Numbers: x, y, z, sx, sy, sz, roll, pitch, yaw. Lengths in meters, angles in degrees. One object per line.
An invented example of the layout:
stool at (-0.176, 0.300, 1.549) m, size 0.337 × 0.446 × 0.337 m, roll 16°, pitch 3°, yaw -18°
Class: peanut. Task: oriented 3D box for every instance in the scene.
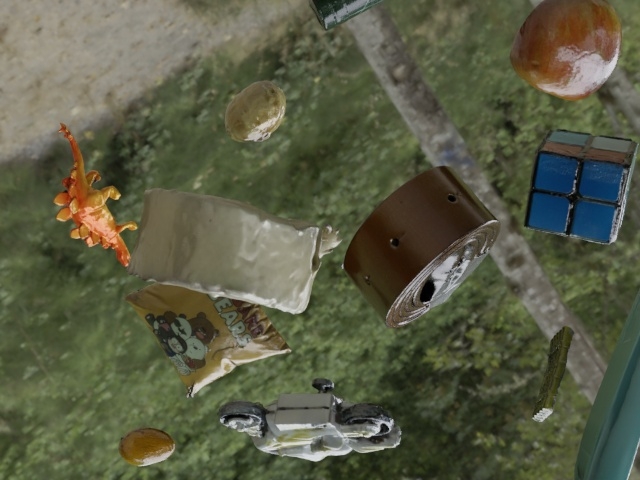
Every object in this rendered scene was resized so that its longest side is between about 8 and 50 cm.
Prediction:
peanut at (-0.135, -0.267, 1.729) m, size 0.141 × 0.109 × 0.159 m, roll -29°, pitch -163°, yaw 7°

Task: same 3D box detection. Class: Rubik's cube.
Rubik's cube at (0.517, -0.112, 1.646) m, size 0.184 × 0.167 × 0.180 m, roll 13°, pitch -153°, yaw 19°

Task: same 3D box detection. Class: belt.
belt at (0.147, 0.015, 1.231) m, size 0.217 × 0.122 × 0.338 m, roll -36°, pitch 163°, yaw -9°

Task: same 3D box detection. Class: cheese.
cheese at (-0.144, 0.014, 1.344) m, size 0.332 × 0.292 × 0.153 m, roll 14°, pitch -90°, yaw 64°

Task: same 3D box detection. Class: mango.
mango at (-0.356, 0.423, 1.708) m, size 0.114 × 0.078 × 0.057 m, roll 3°, pitch 150°, yaw -12°

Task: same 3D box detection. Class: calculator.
calculator at (0.433, 0.193, 1.161) m, size 0.256 × 0.055 × 0.386 m, roll 36°, pitch 75°, yaw -74°

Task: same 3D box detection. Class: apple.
apple at (0.420, -0.329, 1.396) m, size 0.195 × 0.160 × 0.173 m, roll -16°, pitch 131°, yaw -51°

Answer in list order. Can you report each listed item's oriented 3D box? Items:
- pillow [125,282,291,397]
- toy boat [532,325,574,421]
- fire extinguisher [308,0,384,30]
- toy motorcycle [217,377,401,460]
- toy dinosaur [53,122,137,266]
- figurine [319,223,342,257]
pillow at (-0.269, 0.191, 1.967) m, size 0.312 × 0.310 × 0.119 m, roll -27°, pitch -172°, yaw 17°
toy boat at (0.295, 0.169, 1.058) m, size 0.063 × 0.016 × 0.115 m, roll 96°, pitch 15°, yaw -64°
fire extinguisher at (0.122, -0.511, 1.574) m, size 0.311 × 0.095 × 0.114 m, roll -27°, pitch -136°, yaw 0°
toy motorcycle at (-0.012, 0.242, 1.069) m, size 0.229 × 0.151 × 0.074 m, roll -2°, pitch -125°, yaw 10°
toy dinosaur at (-0.418, -0.063, 1.483) m, size 0.070 × 0.288 × 0.117 m, roll 2°, pitch -143°, yaw 36°
figurine at (0.000, 0.000, 1.707) m, size 0.083 × 0.051 × 0.047 m, roll -44°, pitch -145°, yaw 18°
